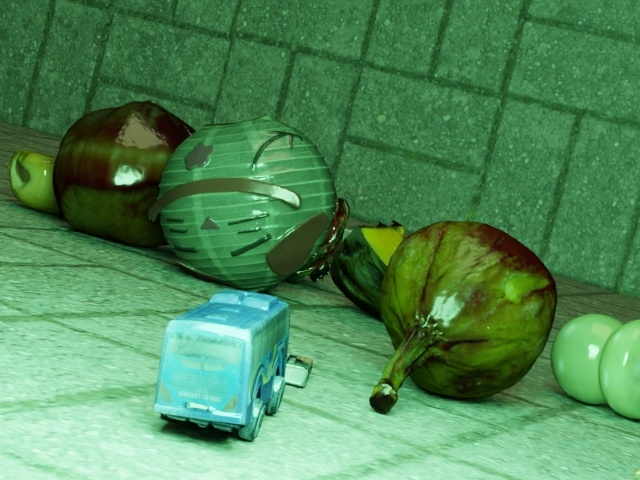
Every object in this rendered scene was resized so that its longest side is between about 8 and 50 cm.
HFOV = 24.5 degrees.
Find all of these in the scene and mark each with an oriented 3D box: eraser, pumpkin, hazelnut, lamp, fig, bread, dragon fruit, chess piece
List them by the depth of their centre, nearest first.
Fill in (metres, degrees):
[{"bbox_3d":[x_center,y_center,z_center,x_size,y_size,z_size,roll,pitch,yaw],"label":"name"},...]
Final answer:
[{"bbox_3d":[-0.022,0.121,1.395,0.027,0.019,0.099,14,4,3],"label":"eraser"},{"bbox_3d":[0.142,0.095,1.443,0.191,0.190,0.290,14,22,-2],"label":"fig"},{"bbox_3d":[0.369,0.148,1.627,0.144,0.144,0.251,9,0,-45],"label":"chess piece"},{"bbox_3d":[-0.094,-0.045,1.919,0.265,0.233,0.233,-10,-11,39],"label":"lamp"},{"bbox_3d":[0.131,0.073,1.975,0.312,0.148,0.169,-7,58,-54],"label":"pumpkin"},{"bbox_3d":[-0.260,-0.097,2.103,0.229,0.229,0.229,14,5,-1],"label":"hazelnut"},{"bbox_3d":[-0.047,-0.026,2.138,0.182,0.182,0.188,15,0,11],"label":"dragon fruit"},{"bbox_3d":[-0.340,-0.074,2.294,0.305,0.091,0.142,10,-1,-39],"label":"bread"}]

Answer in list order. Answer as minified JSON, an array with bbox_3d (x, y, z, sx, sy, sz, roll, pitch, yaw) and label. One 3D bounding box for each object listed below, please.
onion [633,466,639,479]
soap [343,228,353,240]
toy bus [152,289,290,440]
[{"bbox_3d":[0.325,0.186,1.250,0.150,0.140,0.150,33,35,-28],"label":"onion"},{"bbox_3d":[0.000,0.000,2.587,0.183,0.063,0.121,13,4,-12],"label":"soap"},{"bbox_3d":[-0.068,0.092,1.144,0.079,0.094,0.236,14,5,5],"label":"toy bus"}]
